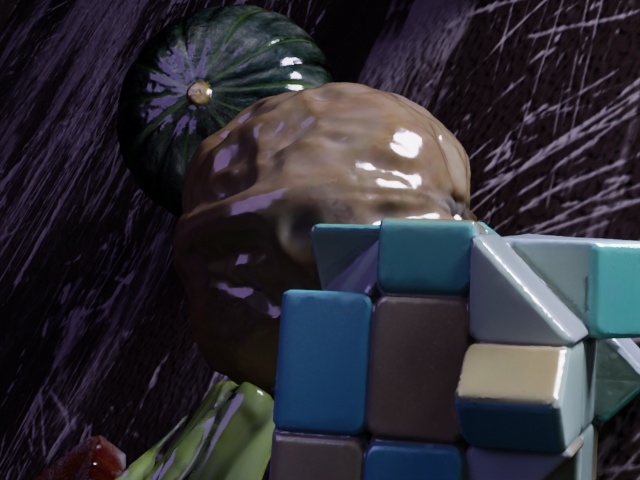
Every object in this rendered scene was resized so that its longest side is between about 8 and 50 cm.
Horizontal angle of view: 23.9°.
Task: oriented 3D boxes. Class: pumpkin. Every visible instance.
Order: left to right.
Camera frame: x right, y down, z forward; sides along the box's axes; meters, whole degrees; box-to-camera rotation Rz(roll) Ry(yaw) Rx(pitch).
[{"bbox_3d":[-0.095,-0.135,1.658,0.250,0.216,0.250,-10,72,32],"label":"pumpkin"}]

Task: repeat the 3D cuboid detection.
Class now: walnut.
[{"bbox_3d":[0.001,0.003,1.229,0.273,0.273,0.227,-35,-3,31],"label":"walnut"}]

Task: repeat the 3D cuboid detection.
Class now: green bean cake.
[{"bbox_3d":[-0.250,0.273,1.489,0.135,0.056,0.135,-35,28,29],"label":"green bean cake"}]

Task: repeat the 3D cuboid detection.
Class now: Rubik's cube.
[{"bbox_3d":[0.099,0.094,0.960,0.213,0.265,0.224,1,85,17],"label":"Rubik's cube"}]

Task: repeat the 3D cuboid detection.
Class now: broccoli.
[{"bbox_3d":[-0.099,0.215,1.081,0.263,0.247,0.243,13,71,43],"label":"broccoli"}]
